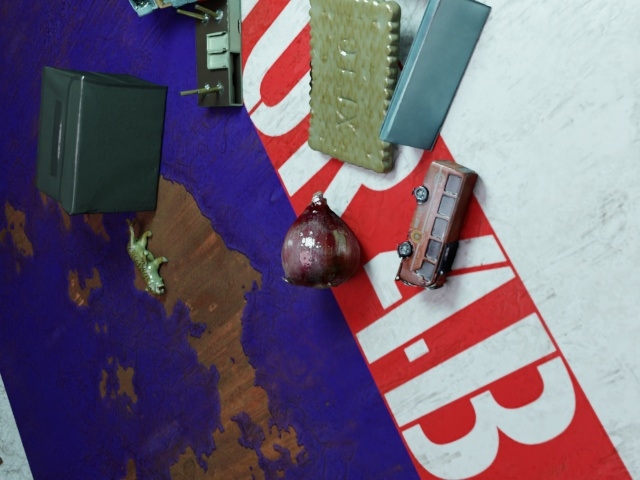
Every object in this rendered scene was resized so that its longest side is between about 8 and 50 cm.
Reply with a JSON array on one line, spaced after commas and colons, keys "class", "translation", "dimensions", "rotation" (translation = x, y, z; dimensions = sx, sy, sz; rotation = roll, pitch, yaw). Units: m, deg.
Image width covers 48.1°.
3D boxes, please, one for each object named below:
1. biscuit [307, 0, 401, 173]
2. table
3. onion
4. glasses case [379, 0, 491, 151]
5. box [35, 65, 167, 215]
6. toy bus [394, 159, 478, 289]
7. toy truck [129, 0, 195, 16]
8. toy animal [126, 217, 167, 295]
[{"class": "biscuit", "translation": [0.060, -0.296, 1.344], "dimensions": [0.217, 0.044, 0.325], "rotation": [23, 126, 36]}, {"class": "table", "translation": [-0.257, -0.426, 1.631], "dimensions": [0.121, 0.111, 0.240], "rotation": [6, 100, 43]}, {"class": "onion", "translation": [0.000, 0.000, 1.421], "dimensions": [0.159, 0.159, 0.195], "rotation": [-12, 75, 44]}, {"class": "glasses case", "translation": [0.188, -0.293, 1.241], "dimensions": [0.056, 0.105, 0.266], "rotation": [-120, 44, -55]}, {"class": "box", "translation": [-0.568, -0.260, 1.862], "dimensions": [0.204, 0.251, 0.345], "rotation": [25, 111, 40]}, {"class": "toy bus", "translation": [0.202, -0.025, 1.271], "dimensions": [0.096, 0.073, 0.235], "rotation": [24, 111, 32]}, {"class": "toy truck", "translation": [-0.326, -0.619, 1.634], "dimensions": [0.305, 0.162, 0.136], "rotation": [6, 131, 44]}, {"class": "toy animal", "translation": [-0.483, 0.041, 1.954], "dimensions": [0.241, 0.056, 0.099], "rotation": [53, 128, 25]}]
